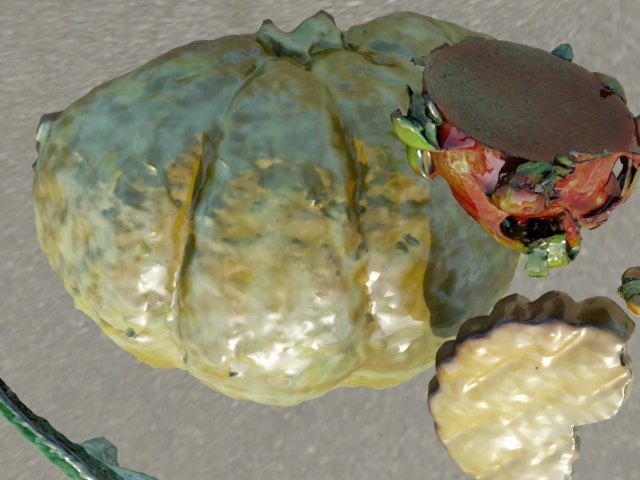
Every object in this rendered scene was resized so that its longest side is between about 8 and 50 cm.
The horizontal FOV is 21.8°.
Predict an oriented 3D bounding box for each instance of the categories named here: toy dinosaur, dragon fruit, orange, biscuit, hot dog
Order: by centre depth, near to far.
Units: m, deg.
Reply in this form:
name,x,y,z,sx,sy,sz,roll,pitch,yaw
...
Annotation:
name,x,y,z,sx,sy,sz,roll,pitch,yaw
toy dinosaur,-0.115,0.141,0.878,0.383,0.129,0.076,45,65,-28
dragon fruit,0.119,-0.044,0.911,0.142,0.138,0.175,-7,136,11
hot dog,0.220,0.034,1.021,0.083,0.037,0.021,2,146,-8
biscuit,0.129,0.088,1.033,0.118,0.061,0.183,24,135,6
orange,0.000,0.000,1.139,0.369,0.210,0.271,-10,142,-18
